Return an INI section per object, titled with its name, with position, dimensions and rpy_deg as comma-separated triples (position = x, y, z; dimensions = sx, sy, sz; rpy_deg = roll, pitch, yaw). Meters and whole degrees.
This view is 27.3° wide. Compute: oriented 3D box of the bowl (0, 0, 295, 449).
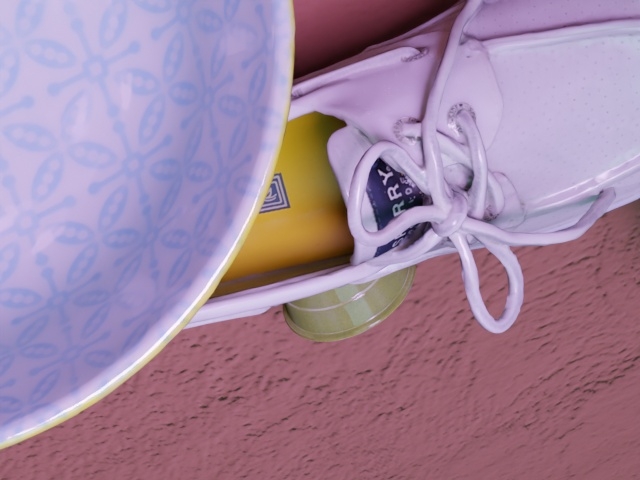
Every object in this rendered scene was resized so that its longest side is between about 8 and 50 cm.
[bowl]
position = -0.161, -0.070, 0.491
dimensions = 0.290, 0.289, 0.156
rpy_deg = -14, -177, -8

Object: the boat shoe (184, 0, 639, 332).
[boat shoe]
position = 0.035, -0.031, 0.590
dimensions = 0.367, 0.156, 0.135
rpy_deg = -13, 114, 9

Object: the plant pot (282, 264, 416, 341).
[plant pot]
position = 0.000, 0.000, 0.732
dimensions = 0.083, 0.083, 0.079
rpy_deg = -27, 129, 7
